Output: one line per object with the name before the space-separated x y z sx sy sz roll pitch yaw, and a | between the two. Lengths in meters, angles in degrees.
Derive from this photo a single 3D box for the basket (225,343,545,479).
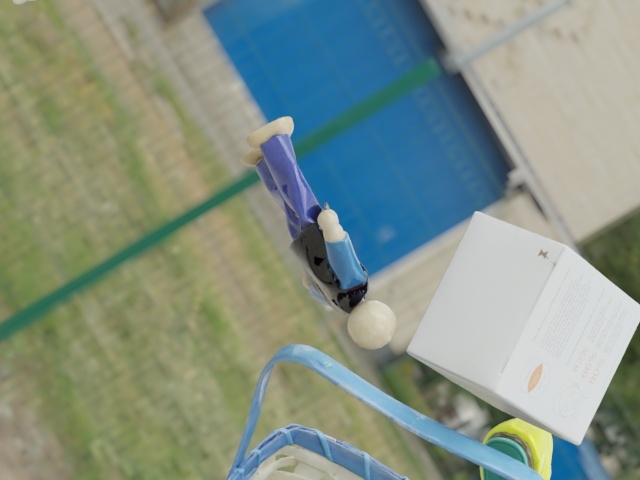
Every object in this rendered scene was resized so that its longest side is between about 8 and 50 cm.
basket | 0.033 0.247 1.635 0.254 0.289 0.201 29 31 10

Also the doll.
doll | 0.000 0.000 1.505 0.189 0.046 0.129 62 -17 14

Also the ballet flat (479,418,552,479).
ballet flat | 0.177 0.261 1.771 0.077 0.077 0.231 -32 130 -55

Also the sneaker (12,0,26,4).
sneaker | -0.087 -0.160 0.963 0.290 0.123 0.106 16 -1 -4

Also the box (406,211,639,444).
box | 0.168 0.072 1.593 0.091 0.130 0.170 23 -7 37
